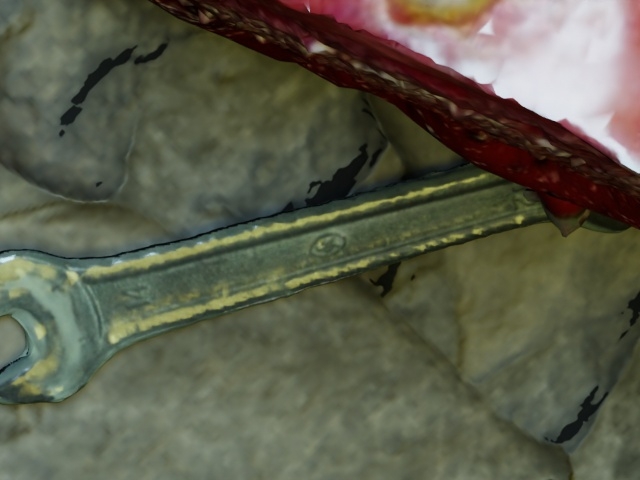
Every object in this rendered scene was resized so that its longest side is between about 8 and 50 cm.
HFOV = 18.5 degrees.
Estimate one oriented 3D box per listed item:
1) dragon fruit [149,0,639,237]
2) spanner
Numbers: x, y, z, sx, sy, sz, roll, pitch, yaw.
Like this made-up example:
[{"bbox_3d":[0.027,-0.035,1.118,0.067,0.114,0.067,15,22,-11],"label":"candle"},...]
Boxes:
[{"bbox_3d":[0.110,-0.115,0.606,0.386,0.371,0.249,23,95,6],"label":"dragon fruit"},{"bbox_3d":[0.000,0.000,0.793,0.302,0.017,0.071,-17,115,-13],"label":"spanner"}]
